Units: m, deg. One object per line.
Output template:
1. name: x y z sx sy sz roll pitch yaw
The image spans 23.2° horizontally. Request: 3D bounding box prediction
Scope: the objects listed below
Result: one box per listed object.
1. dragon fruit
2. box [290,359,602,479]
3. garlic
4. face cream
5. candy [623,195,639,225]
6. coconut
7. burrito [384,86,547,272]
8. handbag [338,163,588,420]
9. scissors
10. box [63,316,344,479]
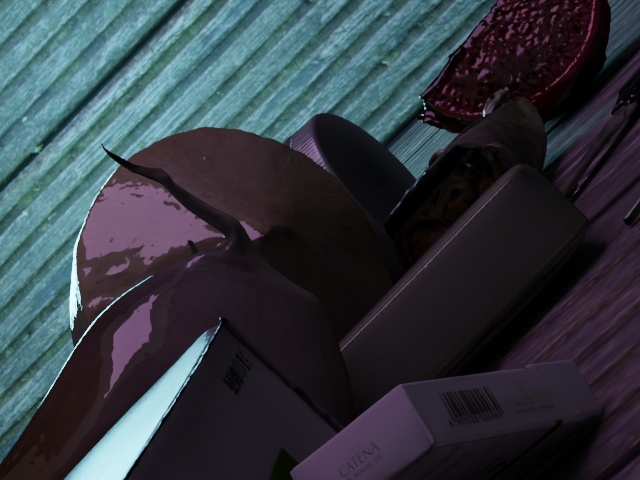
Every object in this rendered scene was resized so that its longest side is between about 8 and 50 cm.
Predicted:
1. dragon fruit: 0.234 -0.197 1.729 0.261 0.163 0.189 -48 34 1
2. box: 0.067 0.100 0.779 0.154 0.040 0.084 -2 -36 -51
3. garlic: -0.103 0.146 1.061 0.231 0.246 0.340 76 -141 -85
4. face cream: 0.000 0.000 1.618 0.187 0.201 0.201 -43 5 21
5. candy: 0.273 -0.092 1.077 0.202 0.061 0.061 -53 5 1
6. coconut: -0.084 0.049 1.377 0.329 0.329 0.329 -45 5 5
7. burrito: 0.137 -0.044 1.454 0.175 0.107 0.348 -60 -2 16
8. handbag: 0.091 0.058 1.173 0.256 0.079 0.219 -45 -6 -4
9. scissors: 0.266 -0.108 1.375 0.300 0.022 0.109 -50 3 -36
10. box: -0.059 0.183 0.737 0.145 0.173 0.333 -46 4 14
